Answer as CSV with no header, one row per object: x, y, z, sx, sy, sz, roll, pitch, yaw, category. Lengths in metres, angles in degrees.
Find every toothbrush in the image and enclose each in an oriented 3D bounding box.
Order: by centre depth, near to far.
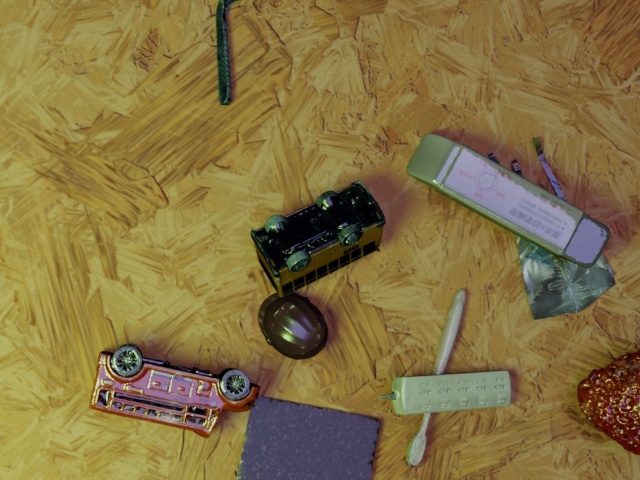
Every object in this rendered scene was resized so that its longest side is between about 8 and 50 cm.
0.193,0.227,1.754,0.025,0.029,0.307,20,79,-12,toothbrush

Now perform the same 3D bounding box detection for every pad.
-0.036,0.430,1.692,0.220,0.004,0.330,13,82,-7,pad

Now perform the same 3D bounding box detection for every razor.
-0.157,-0.317,1.733,0.066,0.033,0.190,3,87,-52,razor

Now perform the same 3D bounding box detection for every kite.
0.399,-0.024,1.822,0.169,0.015,0.310,-17,89,-13,kite

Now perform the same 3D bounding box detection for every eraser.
0.316,-0.067,1.768,0.351,0.061,0.089,29,86,-2,eraser

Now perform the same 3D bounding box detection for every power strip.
0.212,0.248,1.728,0.252,0.027,0.060,-1,86,-22,power strip

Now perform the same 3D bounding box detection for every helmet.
-0.041,0.137,1.692,0.123,0.070,0.098,43,79,-6,helmet

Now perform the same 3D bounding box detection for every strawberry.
0.528,0.270,1.748,0.201,0.184,0.187,0,89,18,strawberry

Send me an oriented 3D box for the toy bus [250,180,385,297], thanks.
0.000,0.000,1.687,0.201,0.114,0.098,-26,61,-12,toy bus

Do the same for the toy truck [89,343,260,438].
-0.225,0.235,1.629,0.252,0.107,0.114,14,83,-8,toy truck
